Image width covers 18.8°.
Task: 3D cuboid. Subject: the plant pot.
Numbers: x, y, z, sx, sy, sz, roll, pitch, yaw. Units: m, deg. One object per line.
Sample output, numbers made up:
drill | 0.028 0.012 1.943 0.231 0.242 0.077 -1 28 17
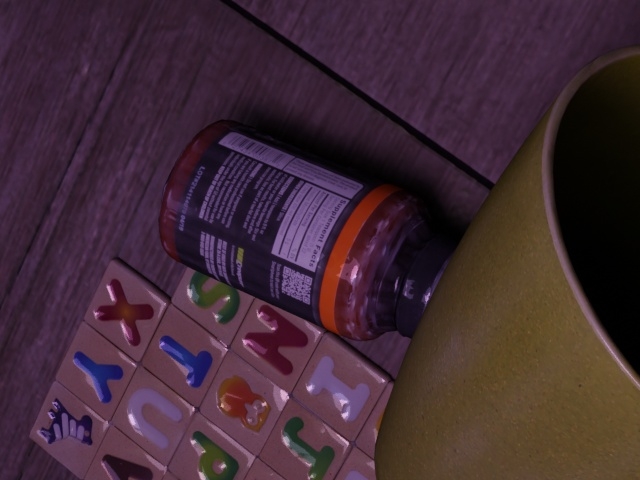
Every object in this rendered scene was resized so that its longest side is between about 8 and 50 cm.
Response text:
plant pot | 0.162 0.080 1.123 0.274 0.275 0.293 53 137 8

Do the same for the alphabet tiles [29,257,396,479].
alphabet tiles | -0.055 0.176 1.389 0.342 0.011 0.285 36 116 17

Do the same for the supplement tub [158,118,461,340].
supplement tub | 0.000 0.000 1.262 0.198 0.106 0.106 24 112 22
